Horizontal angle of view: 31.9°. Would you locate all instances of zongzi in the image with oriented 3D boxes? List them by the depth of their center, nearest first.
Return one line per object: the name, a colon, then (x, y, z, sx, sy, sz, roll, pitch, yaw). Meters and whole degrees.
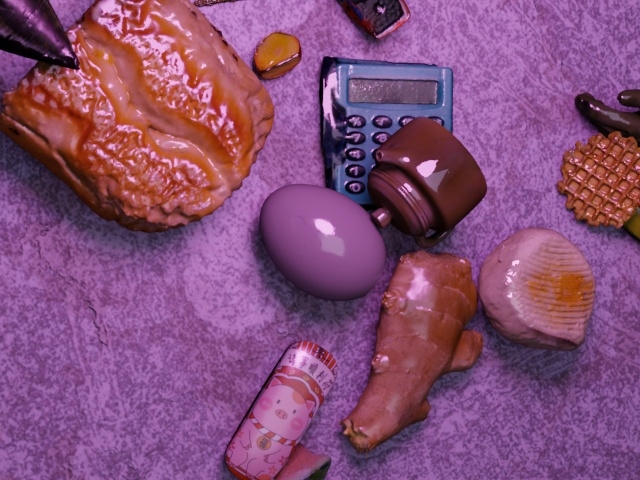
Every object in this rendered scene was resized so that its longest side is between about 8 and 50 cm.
zongzi: (-0.515, -0.383, 1.639, 0.362, 0.383, 0.319, 41, 88, -29)

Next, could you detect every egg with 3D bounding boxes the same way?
egg: (0.000, 0.000, 1.889, 0.232, 0.176, 0.176, 35, 82, -6)

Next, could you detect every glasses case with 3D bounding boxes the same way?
glasses case: (-0.068, 0.298, 1.935, 0.103, 0.067, 0.267, 32, 82, -10)

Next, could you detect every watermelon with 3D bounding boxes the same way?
watermelon: (-0.056, 0.427, 1.961, 0.155, 0.080, 0.101, -31, 136, -16)

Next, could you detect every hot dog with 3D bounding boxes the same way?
hot dog: (-0.269, -0.204, 1.792, 0.365, 0.196, 0.367, 44, 86, -12)

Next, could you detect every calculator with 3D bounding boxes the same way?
calculator: (0.118, -0.185, 1.978, 0.248, 0.058, 0.274, -1, 94, -16)

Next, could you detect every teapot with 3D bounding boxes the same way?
teapot: (0.161, -0.079, 1.877, 0.175, 0.185, 0.268, -40, 136, -10)

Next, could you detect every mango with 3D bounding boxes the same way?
mango: (0.618, -0.048, 2.130, 0.165, 0.074, 0.091, 39, 81, -14)

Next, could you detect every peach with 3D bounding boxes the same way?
peach: (-0.073, -0.311, 1.914, 0.077, 0.050, 0.083, 21, 76, 6)

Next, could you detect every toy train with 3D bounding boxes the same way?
toy train: (0.004, -0.526, 1.910, 0.086, 0.089, 0.409, -39, 104, -7)

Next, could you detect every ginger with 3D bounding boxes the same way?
ginger: (0.167, 0.199, 2.002, 0.236, 0.166, 0.376, 3, 115, -52)

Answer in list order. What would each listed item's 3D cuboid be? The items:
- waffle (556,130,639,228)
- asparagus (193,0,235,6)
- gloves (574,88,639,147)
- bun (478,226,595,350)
waffle: (0.528, -0.112, 2.069, 0.191, 0.038, 0.191, 8, 111, 22)
asparagus: (-0.137, -0.416, 1.910, 0.166, 0.013, 0.016, -13, 138, -15)
gloves: (0.598, -0.222, 2.098, 0.268, 0.135, 0.107, 12, 48, -19)
bun: (0.379, 0.099, 2.024, 0.243, 0.153, 0.244, 11, 70, -33)
